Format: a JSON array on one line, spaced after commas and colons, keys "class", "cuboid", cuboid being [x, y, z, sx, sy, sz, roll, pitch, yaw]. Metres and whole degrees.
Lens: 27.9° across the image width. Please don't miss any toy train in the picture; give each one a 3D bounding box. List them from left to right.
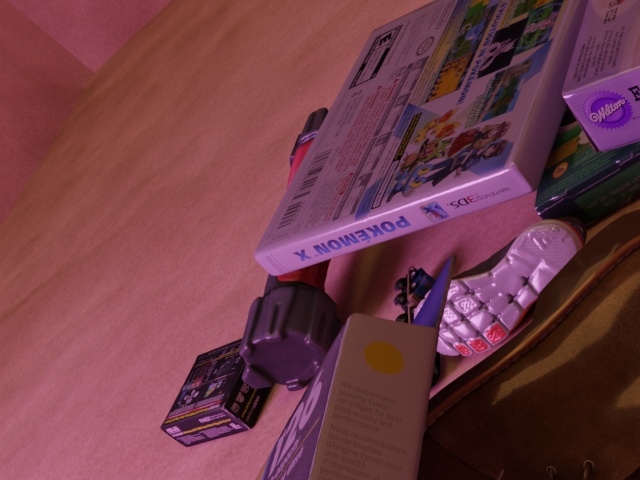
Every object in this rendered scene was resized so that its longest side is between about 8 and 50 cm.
[{"class": "toy train", "cuboid": [0.080, 0.068, 1.040, 0.036, 0.027, 0.158, -38, 24, 22]}]

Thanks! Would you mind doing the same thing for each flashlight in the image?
[{"class": "flashlight", "cuboid": [0.000, 0.000, 1.239, 0.103, 0.103, 0.304, 3, 44, 10]}]

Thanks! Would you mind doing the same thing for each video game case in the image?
[{"class": "video game case", "cuboid": [0.107, -0.127, 1.145, 0.300, 0.036, 0.329, -19, 34, 44]}]

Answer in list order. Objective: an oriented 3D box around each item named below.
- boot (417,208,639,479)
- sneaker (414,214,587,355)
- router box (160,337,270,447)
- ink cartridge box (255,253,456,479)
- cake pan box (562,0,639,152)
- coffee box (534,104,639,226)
[{"class": "boot", "cuboid": [0.131, 0.127, 0.735, 0.305, 0.112, 0.115, -51, 40, 9]}, {"class": "sneaker", "cuboid": [0.140, 0.034, 0.960, 0.158, 0.061, 0.065, -35, -2, 34]}, {"class": "router box", "cuboid": [-0.095, 0.147, 1.255, 0.122, 0.038, 0.092, -25, 31, 50]}, {"class": "ink cartridge box", "cuboid": [-0.026, 0.193, 0.734, 0.307, 0.072, 0.303, -76, 10, -50]}, {"class": "cake pan box", "cuboid": [0.312, -0.198, 0.908, 0.246, 0.070, 0.267, -14, 38, 38]}, {"class": "coffee box", "cuboid": [0.228, -0.096, 0.997, 0.113, 0.040, 0.184, -33, 26, 36]}]
